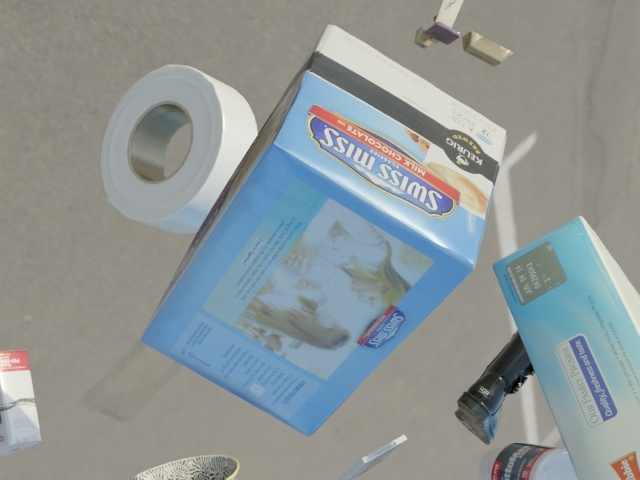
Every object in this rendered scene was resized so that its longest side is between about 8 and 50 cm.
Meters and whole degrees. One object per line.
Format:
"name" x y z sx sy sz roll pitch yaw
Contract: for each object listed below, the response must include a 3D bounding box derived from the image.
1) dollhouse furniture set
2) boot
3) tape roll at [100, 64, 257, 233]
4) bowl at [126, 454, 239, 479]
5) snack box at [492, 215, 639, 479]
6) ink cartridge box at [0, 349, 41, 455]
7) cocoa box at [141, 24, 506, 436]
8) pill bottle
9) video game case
"dollhouse furniture set" 0.199 -0.282 1.425 0.081 0.114 0.091 -68 -168 -12
"boot" 0.364 0.286 2.121 0.207 0.094 0.246 -44 157 -11
"tape roll" -0.250 -0.157 1.879 0.286 0.286 0.100 -53 146 11
"bowl" -0.181 0.347 1.403 0.170 0.170 0.080 -19 99 -47
"snack box" 0.215 0.146 0.605 0.060 0.187 0.322 -31 133 17
"ink cartridge box" -0.456 0.232 1.526 0.099 0.135 0.056 -23 163 35
"cocoa box" 0.000 0.000 1.154 0.347 0.231 0.228 -52 -170 42
"pill bottle" 0.324 0.368 1.667 0.108 0.108 0.180 -37 -171 -22
"video game case" 0.081 0.361 1.756 0.122 0.011 0.087 -15 153 -51
